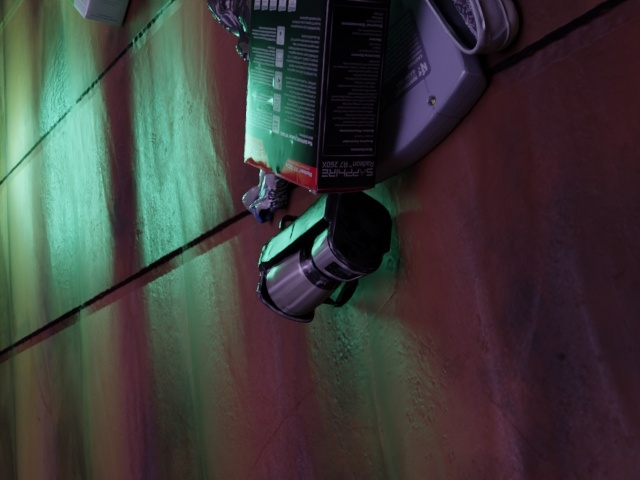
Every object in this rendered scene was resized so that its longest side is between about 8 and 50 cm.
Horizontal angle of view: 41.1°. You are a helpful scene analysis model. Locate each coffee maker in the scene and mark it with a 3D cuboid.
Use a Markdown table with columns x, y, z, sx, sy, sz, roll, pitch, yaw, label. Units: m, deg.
| x | y | z | sx | sy | sz | roll | pitch | yaw | label |
| --- | --- | --- | --- | --- | --- | --- | --- | --- | --- |
| 0.000 | 0.000 | 1.150 | 0.178 | 0.120 | 0.171 | -38 | 56 | 44 | coffee maker |

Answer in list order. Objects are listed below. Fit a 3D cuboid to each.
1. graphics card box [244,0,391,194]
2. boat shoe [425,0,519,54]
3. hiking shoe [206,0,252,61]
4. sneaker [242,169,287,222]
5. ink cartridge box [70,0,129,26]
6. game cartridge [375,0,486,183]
| x | y | z | sx | sy | sz | roll | pitch | yaw | label |
| --- | --- | --- | --- | --- | --- | --- | --- | --- | --- |
| -0.009 | -0.262 | 1.078 | 0.233 | 0.094 | 0.371 | 28 | 119 | 59 | graphics card box |
| 0.140 | -0.311 | 0.968 | 0.227 | 0.081 | 0.079 | 60 | 141 | 6 | boat shoe |
| -0.103 | -0.374 | 1.372 | 0.114 | 0.086 | 0.227 | -47 | 56 | 22 | hiking shoe |
| -0.069 | -0.076 | 1.316 | 0.058 | 0.052 | 0.135 | 61 | 140 | 23 | sneaker |
| -0.465 | -0.602 | 1.849 | 0.160 | 0.092 | 0.219 | 47 | 123 | 44 | ink cartridge box |
| 0.087 | -0.191 | 1.111 | 0.294 | 0.060 | 0.196 | -36 | 55 | 46 | game cartridge |
